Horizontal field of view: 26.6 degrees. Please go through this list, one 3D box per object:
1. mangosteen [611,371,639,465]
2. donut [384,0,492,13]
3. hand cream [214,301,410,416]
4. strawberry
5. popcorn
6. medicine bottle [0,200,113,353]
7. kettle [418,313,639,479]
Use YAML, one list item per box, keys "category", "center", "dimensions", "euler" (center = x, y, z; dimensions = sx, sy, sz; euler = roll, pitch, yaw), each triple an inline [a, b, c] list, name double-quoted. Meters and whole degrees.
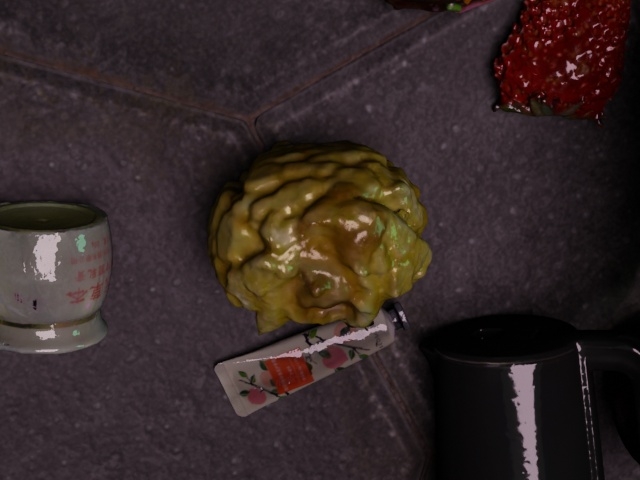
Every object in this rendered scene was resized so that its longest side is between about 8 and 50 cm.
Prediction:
- category: "mangosteen"
  center: [0.491, 0.213, 1.700]
  dimensions: [0.231, 0.231, 0.289]
  euler: [-45, 149, 0]
- category: "donut"
  center: [0.164, -0.391, 1.479]
  dimensions: [0.259, 0.136, 0.345]
  euler: [43, 92, -17]
- category: "hand cream"
  center: [-0.006, 0.134, 1.616]
  dimensions: [0.234, 0.050, 0.080]
  euler: [-24, 113, -2]
- category: "strawberry"
  center: [0.289, -0.236, 1.575]
  dimensions: [0.167, 0.087, 0.208]
  euler: [2, 102, -14]
- category: "popcorn"
  center: [-0.002, 0.005, 1.491]
  dimensions: [0.249, 0.249, 0.225]
  euler: [-7, 119, -13]
- category: "medicine bottle"
  center: [-0.297, 0.039, 1.455]
  dimensions: [0.147, 0.147, 0.143]
  euler: [-1, 106, -15]
- category: "kettle"
  center: [0.255, 0.260, 1.608]
  dimensions: [0.203, 0.262, 0.308]
  euler: [-17, 108, -42]
